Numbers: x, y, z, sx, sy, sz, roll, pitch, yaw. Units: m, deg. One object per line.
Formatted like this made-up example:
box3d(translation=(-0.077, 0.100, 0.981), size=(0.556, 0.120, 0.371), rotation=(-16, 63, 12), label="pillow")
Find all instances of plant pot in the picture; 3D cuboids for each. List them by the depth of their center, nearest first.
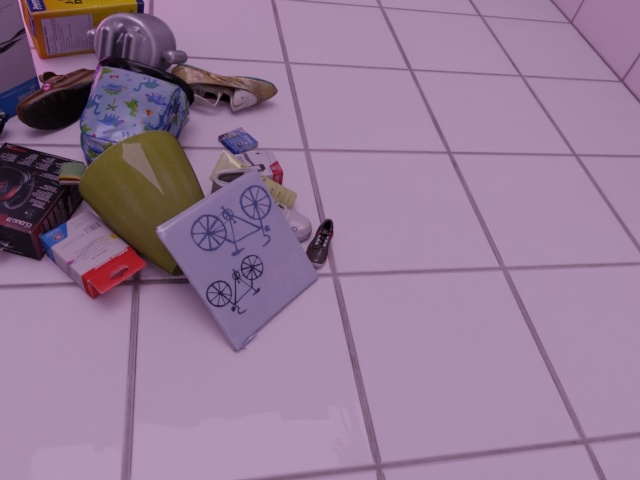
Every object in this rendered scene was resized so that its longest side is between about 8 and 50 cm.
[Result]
box3d(translation=(-0.388, -0.069, 1.345), size=(0.275, 0.274, 0.293), rotation=(-31, 78, -32), label="plant pot")

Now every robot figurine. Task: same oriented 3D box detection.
box3d(translation=(-0.585, -0.622, 1.755), size=(0.300, 0.199, 0.353), rotation=(19, 22, -5), label="robot figurine")

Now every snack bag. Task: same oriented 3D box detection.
box3d(translation=(-0.179, 0.037, 1.317), size=(0.323, 0.037, 0.342), rotation=(-40, 105, -37), label="snack bag")

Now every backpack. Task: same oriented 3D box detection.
box3d(translation=(-0.529, -0.324, 1.521), size=(0.291, 0.273, 0.355), rotation=(16, 77, -10), label="backpack")

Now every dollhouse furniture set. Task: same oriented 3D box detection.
box3d(translation=(-0.577, -0.180, 1.360), size=(0.152, 0.058, 0.076), rotation=(-1, 51, -12), label="dollhouse furniture set")

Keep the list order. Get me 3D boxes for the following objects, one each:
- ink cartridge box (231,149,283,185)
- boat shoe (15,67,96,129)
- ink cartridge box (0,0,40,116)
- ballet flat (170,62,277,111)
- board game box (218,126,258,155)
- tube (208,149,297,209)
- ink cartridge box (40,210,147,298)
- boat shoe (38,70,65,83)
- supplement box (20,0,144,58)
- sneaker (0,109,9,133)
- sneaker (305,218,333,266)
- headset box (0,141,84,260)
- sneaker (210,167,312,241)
box3d(translation=(-0.199, -0.202, 1.608), size=(0.151, 0.063, 0.109), rotation=(-12, 54, -22), label="ink cartridge box")
box3d(translation=(-0.777, -0.436, 1.657), size=(0.120, 0.122, 0.324), rotation=(26, 41, 17), label="boat shoe")
box3d(translation=(-0.982, -0.586, 1.544), size=(0.286, 0.394, 0.166), rotation=(32, 51, 14), label="ink cartridge box")
box3d(translation=(-0.316, -0.485, 1.796), size=(0.349, 0.123, 0.123), rotation=(8, 48, -17), label="ballet flat")
box3d(translation=(-0.258, -0.312, 1.719), size=(0.090, 0.020, 0.090), rotation=(-31, 62, -34), label="board game box")
box3d(translation=(-0.183, -0.156, 1.526), size=(0.240, 0.062, 0.070), rotation=(27, 41, -14), label="tube")
box3d(translation=(-0.537, 0.044, 1.312), size=(0.231, 0.078, 0.134), rotation=(37, 53, 19), label="ink cartridge box")
box3d(translation=(-0.844, -0.501, 1.709), size=(0.045, 0.050, 0.135), rotation=(1, 10, 3), label="boat shoe")
box3d(translation=(-0.805, -0.779, 1.858), size=(0.357, 0.194, 0.195), rotation=(-19, 71, -27), label="supplement box")
box3d(translation=(-0.930, -0.383, 1.515), size=(0.121, 0.216, 0.079), rotation=(7, 27, -14), label="sneaker")
box3d(translation=(0.000, 0.000, 1.478), size=(0.061, 0.064, 0.157), rotation=(15, 48, 0), label="sneaker")
box3d(translation=(-0.751, -0.092, 1.360), size=(0.218, 0.110, 0.293), rotation=(14, 48, 0), label="headset box")
box3d(translation=(-0.155, -0.097, 1.460), size=(0.293, 0.169, 0.108), rotation=(13, 47, -3), label="sneaker")
